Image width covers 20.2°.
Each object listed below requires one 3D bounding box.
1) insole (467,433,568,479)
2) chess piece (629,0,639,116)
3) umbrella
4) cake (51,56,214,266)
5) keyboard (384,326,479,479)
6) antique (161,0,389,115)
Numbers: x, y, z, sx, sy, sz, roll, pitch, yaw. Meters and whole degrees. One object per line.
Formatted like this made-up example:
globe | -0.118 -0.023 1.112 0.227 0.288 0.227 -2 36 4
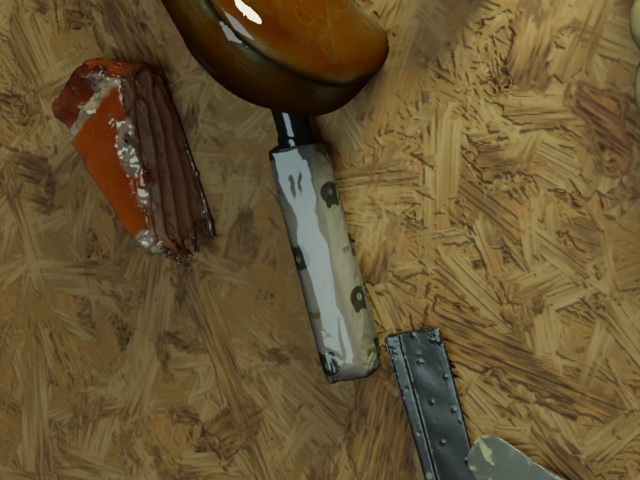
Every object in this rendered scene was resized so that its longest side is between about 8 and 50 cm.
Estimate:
insole | 0.272 0.300 2.023 0.248 0.011 0.081 33 115 18
chess piece | 0.369 -0.237 1.742 0.167 0.167 0.299 8 114 31
umbrella | 0.000 0.000 2.083 0.073 0.067 0.337 -14 97 4
cake | -0.214 -0.102 2.172 0.135 0.098 0.287 -36 83 34
keyboard | 0.137 0.212 2.086 0.072 0.023 0.231 -12 98 27
antique | -0.060 -0.245 1.964 0.278 0.223 0.129 31 127 -17
